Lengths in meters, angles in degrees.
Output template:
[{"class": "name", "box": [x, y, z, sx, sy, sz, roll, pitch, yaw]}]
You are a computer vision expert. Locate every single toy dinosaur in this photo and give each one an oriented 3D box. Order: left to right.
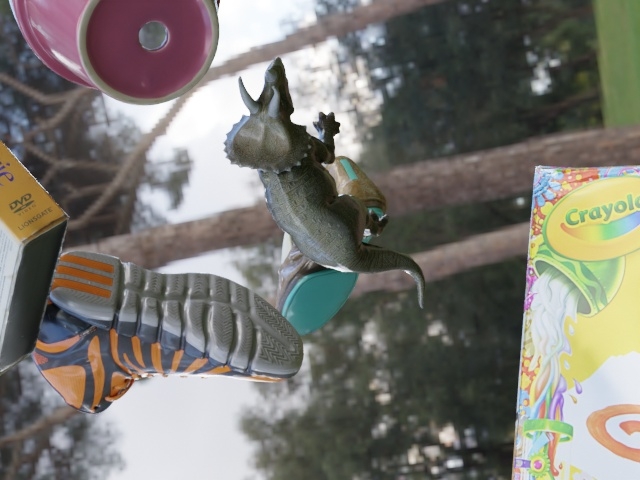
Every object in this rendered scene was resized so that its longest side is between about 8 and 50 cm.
[{"class": "toy dinosaur", "box": [-0.007, -0.039, 1.412, 0.314, 0.121, 0.160, 62, -154, -10]}]

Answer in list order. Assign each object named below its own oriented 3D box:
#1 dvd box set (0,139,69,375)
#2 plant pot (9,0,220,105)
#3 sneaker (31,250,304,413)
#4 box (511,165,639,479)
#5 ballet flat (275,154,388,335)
[{"class": "dvd box set", "box": [-0.431, -0.085, 1.389, 0.420, 0.062, 0.308, 47, 147, 12]}, {"class": "plant pot", "box": [-0.177, -0.217, 1.241, 0.180, 0.201, 0.201, -126, 15, -57]}, {"class": "sneaker", "box": [-0.190, 0.128, 1.588, 0.125, 0.321, 0.180, -86, 18, -51]}, {"class": "box", "box": [0.245, 0.115, 0.560, 0.177, 0.289, 0.279, 15, -102, -54]}, {"class": "ballet flat", "box": [0.000, 0.000, 1.862, 0.342, 0.116, 0.124, 112, 143, -55]}]
